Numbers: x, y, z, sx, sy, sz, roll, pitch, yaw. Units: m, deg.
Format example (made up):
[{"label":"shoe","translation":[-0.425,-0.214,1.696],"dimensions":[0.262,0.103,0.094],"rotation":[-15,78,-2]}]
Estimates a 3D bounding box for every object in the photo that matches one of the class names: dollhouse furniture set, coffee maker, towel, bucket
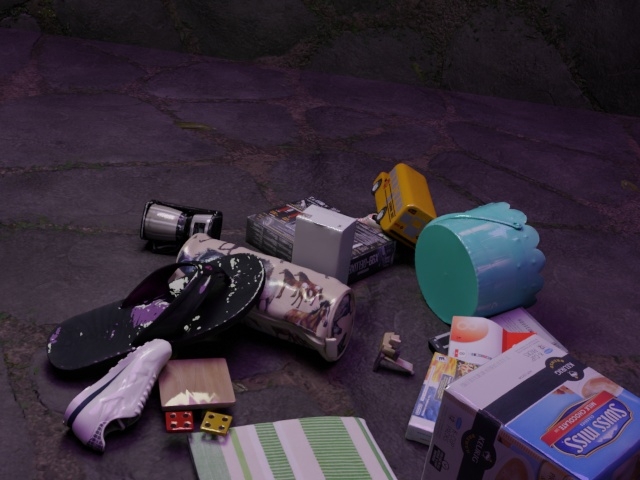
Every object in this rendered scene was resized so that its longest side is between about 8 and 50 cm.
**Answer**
[{"label":"dollhouse furniture set","translation":[0.171,0.226,1.682],"dimensions":[0.081,0.091,0.114],"rotation":[26,26,-1]},{"label":"coffee maker","translation":[-0.334,-0.043,1.982],"dimensions":[0.178,0.120,0.171],"rotation":[11,28,3]},{"label":"towel","translation":[-0.042,0.392,1.351],"dimensions":[0.325,0.038,0.248],"rotation":[-4,29,-19]},{"label":"bucket","translation":[0.356,0.057,1.844],"dimensions":[0.183,0.281,0.281],"rotation":[-13,35,-26]}]

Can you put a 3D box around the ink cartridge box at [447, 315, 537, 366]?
[{"label":"ink cartridge box","translation":[0.357,0.220,1.663],"dimensions":[0.179,0.045,0.145],"rotation":[-1,34,15]}]

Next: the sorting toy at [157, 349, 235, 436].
[{"label":"sorting toy","translation":[-0.232,0.282,1.483],"dimensions":[0.132,0.046,0.274],"rotation":[-1,28,-16]}]

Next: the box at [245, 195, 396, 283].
[{"label":"box","translation":[0.000,0.000,2.040],"dimensions":[0.307,0.076,0.242],"rotation":[29,35,34]}]

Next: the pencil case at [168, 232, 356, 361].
[{"label":"pencil case","translation":[-0.118,0.121,1.698],"dimensions":[0.410,0.160,0.183],"rotation":[19,43,19]}]

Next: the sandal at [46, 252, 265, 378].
[{"label":"sandal","translation":[-0.308,0.130,1.539],"dimensions":[0.446,0.107,0.167],"rotation":[-24,49,-14]}]

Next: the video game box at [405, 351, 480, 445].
[{"label":"video game box","translation":[0.279,0.320,1.527],"dimensions":[0.187,0.048,0.205],"rotation":[18,40,12]}]

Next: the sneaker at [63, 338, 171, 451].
[{"label":"sneaker","translation":[-0.339,0.271,1.422],"dimensions":[0.095,0.090,0.235],"rotation":[35,54,16]}]

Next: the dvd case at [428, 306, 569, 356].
[{"label":"dvd case","translation":[0.375,0.233,1.706],"dimensions":[0.239,0.029,0.179],"rotation":[-16,34,-14]}]

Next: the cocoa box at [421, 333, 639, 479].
[{"label":"cocoa box","translation":[0.301,0.363,1.167],"dimensions":[0.231,0.347,0.228],"rotation":[-18,39,-40]}]

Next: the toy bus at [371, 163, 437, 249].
[{"label":"toy bus","translation":[0.220,-0.101,2.136],"dimensions":[0.108,0.130,0.332],"rotation":[30,24,-15]}]

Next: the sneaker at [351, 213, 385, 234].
[{"label":"sneaker","translation":[0.122,-0.050,2.175],"dimensions":[0.134,0.070,0.051],"rotation":[26,35,31]}]

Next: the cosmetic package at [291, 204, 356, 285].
[{"label":"cosmetic package","translation":[0.001,0.048,1.787],"dimensions":[0.117,0.231,0.085],"rotation":[20,30,19]}]
